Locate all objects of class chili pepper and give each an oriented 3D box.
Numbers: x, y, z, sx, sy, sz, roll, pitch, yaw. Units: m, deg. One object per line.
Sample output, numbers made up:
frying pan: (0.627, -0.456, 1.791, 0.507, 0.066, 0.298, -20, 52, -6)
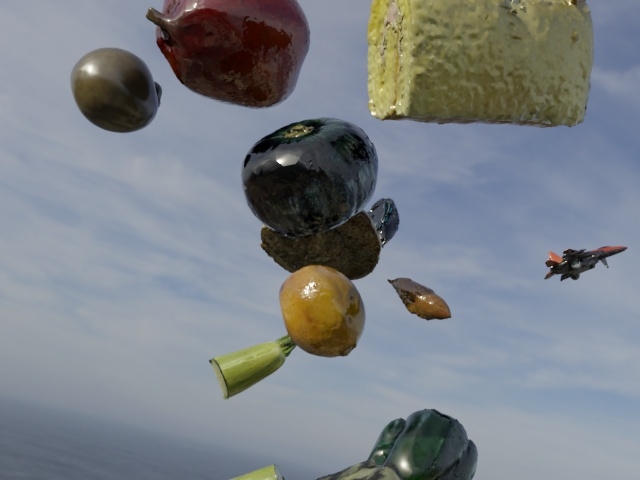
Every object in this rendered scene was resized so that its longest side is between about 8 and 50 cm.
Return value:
chili pepper: (0.238, 0.548, 1.702, 0.233, 0.256, 0.248, 43, -48, 1)

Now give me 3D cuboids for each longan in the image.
longan: (-0.410, -0.307, 1.466, 0.159, 0.184, 0.204, -39, -12, 34)

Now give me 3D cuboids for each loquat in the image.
loquat: (-0.002, 0.153, 1.570, 0.176, 0.234, 0.187, -11, -27, -48)

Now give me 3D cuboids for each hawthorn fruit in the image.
hawthorn fruit: (-0.162, -0.389, 1.353, 0.295, 0.295, 0.311, 11, 12, 7)

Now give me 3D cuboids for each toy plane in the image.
toy plane: (0.602, 0.047, 1.610, 0.189, 0.061, 0.130, -9, -35, 10)

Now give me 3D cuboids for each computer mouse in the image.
computer mouse: (0.189, -0.040, 2.215, 0.077, 0.241, 0.146, 39, -45, -19)

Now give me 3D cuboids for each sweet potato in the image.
sweet potato: (0.203, 0.121, 1.512, 0.060, 0.068, 0.206, 47, -5, -36)

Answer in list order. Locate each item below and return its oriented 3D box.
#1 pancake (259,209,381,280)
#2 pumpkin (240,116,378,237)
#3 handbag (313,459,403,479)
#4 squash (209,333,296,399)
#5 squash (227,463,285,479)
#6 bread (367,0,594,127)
pancake: (0.000, 0.002, 1.948, 0.356, 0.065, 0.356, 0, -38, 0)
pumpkin: (-0.020, -0.108, 1.159, 0.233, 0.233, 0.163, 2, -57, 35)
handbag: (-0.024, 0.510, 1.017, 0.327, 0.325, 0.162, -15, 27, -34)
squash: (-0.188, 0.362, 2.077, 0.288, 0.137, 0.137, -22, -25, 9)
squash: (-0.168, 0.550, 1.523, 0.188, 0.095, 0.095, -19, -19, -1)
bread: (0.265, -0.302, 1.134, 0.376, 0.236, 0.165, -1, 8, -27)
